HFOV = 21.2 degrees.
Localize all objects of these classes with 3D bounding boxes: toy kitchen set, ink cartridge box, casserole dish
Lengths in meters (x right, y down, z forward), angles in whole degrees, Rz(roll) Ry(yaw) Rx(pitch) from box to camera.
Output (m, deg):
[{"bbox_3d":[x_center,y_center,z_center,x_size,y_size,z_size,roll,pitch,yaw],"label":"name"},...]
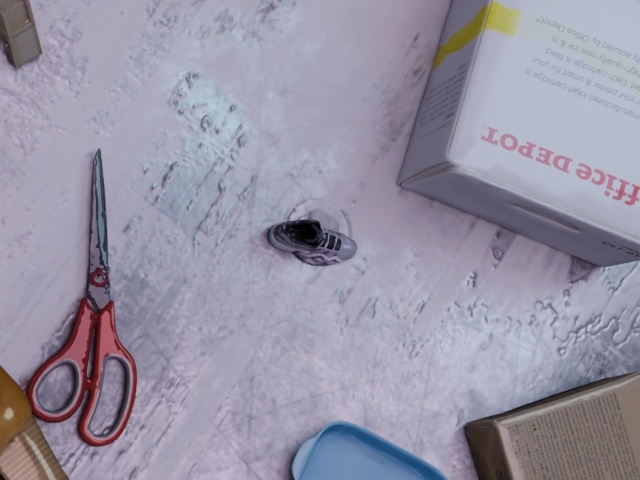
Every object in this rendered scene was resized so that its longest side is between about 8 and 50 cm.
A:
[{"bbox_3d":[-0.340,-0.222,1.743,0.068,0.075,0.083,-34,54,-23],"label":"toy kitchen set"},{"bbox_3d":[0.278,-0.196,1.875,0.279,0.160,0.384,21,76,-14],"label":"ink cartridge box"},{"bbox_3d":[0.051,0.266,1.799,0.188,0.037,0.114,29,74,-13],"label":"casserole dish"},{"bbox_3d":[0.284,0.280,1.847,0.193,0.088,0.234,-14,86,-21],"label":"ink cartridge box"}]

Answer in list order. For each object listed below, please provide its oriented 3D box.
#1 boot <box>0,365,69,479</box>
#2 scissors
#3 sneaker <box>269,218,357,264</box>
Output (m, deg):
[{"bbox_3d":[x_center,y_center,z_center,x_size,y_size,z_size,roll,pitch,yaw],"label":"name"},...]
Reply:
[{"bbox_3d":[-0.408,0.225,1.629,0.295,0.104,0.211,-37,89,-23],"label":"boot"},{"bbox_3d":[-0.219,0.059,1.750,0.109,0.021,0.297,16,76,-13],"label":"scissors"},{"bbox_3d":[0.000,0.000,1.802,0.098,0.069,0.038,8,80,-17],"label":"sneaker"}]
